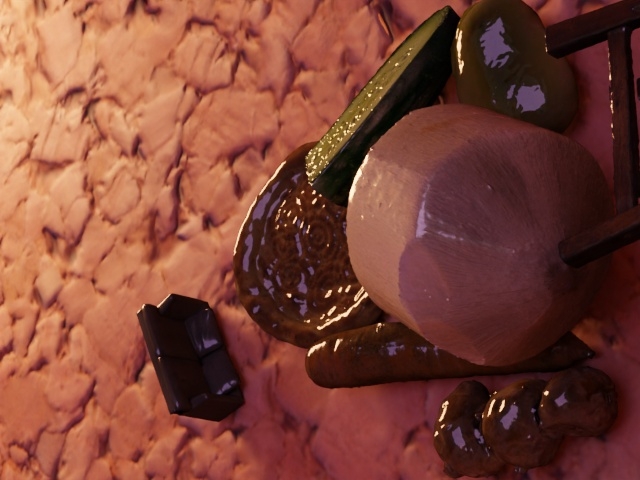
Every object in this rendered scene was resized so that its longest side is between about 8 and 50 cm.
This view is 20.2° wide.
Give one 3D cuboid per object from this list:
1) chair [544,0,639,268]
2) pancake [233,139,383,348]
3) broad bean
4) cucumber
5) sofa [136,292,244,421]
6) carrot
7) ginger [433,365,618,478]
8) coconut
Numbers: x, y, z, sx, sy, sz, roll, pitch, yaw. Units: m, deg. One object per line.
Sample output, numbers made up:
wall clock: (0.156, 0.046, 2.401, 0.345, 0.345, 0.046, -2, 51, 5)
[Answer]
chair: (0.423, -0.120, 1.563, 0.416, 0.203, 0.241, -19, 62, 39)
pancake: (0.001, 0.000, 2.014, 0.250, 0.031, 0.250, -14, 68, 39)
broad bean: (0.193, -0.175, 1.857, 0.124, 0.082, 0.174, -32, 57, 29)
cucumber: (0.079, -0.145, 1.944, 0.244, 0.063, 0.115, -51, 16, 5)
sofa: (-0.147, 0.131, 2.072, 0.060, 0.085, 0.147, -42, 53, 29)
carrot: (0.129, 0.113, 1.847, 0.342, 0.070, 0.070, -7, 73, 36)
ginger: (0.197, 0.174, 1.755, 0.204, 0.080, 0.104, -17, 62, 40)
coconut: (0.159, -0.007, 1.720, 0.266, 0.237, 0.237, 34, 101, 51)
